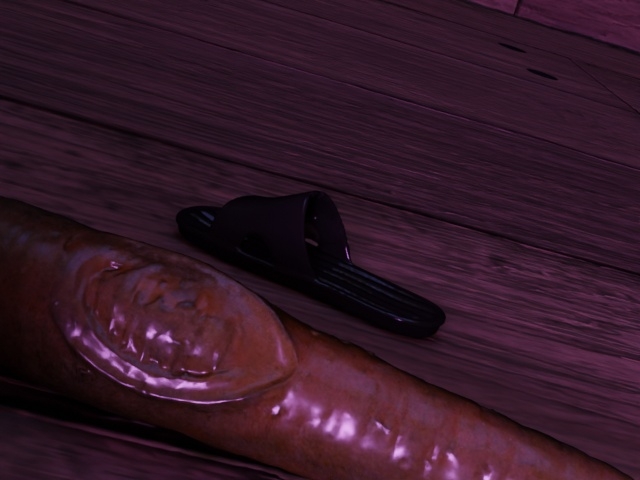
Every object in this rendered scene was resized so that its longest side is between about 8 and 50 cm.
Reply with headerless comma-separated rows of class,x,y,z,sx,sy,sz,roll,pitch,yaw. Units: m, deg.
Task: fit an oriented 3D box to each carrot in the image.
carrot,-0.013,0.057,0.455,0.342,0.070,0.070,21,18,5

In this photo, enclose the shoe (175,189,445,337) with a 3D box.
shoe,0.000,0.000,0.656,0.159,0.053,0.062,26,23,16
